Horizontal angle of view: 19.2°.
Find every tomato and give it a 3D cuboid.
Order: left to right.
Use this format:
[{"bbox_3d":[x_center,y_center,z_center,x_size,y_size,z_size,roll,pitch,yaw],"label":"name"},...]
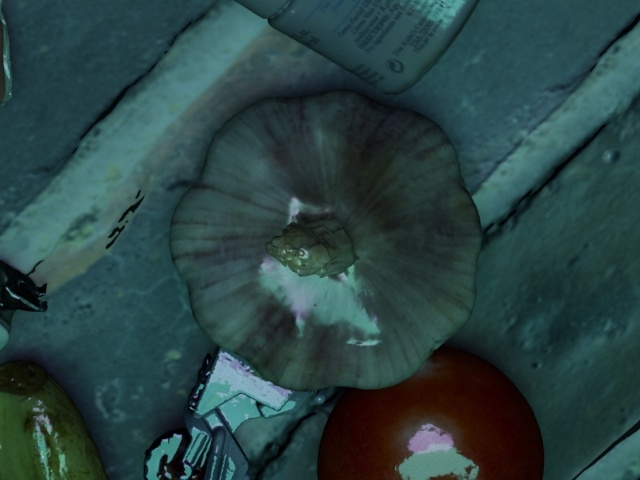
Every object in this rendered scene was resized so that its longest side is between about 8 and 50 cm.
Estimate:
[{"bbox_3d":[0.090,0.186,1.552,0.195,0.136,0.195,0,108,-1],"label":"tomato"}]

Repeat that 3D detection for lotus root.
[{"bbox_3d":[-0.218,0.223,1.573,0.110,0.097,0.258,2,109,30],"label":"lotus root"}]

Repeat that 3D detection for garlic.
[{"bbox_3d":[0.000,0.000,1.419,0.245,0.253,0.245,0,88,5],"label":"garlic"}]

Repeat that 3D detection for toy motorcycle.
[{"bbox_3d":[-0.053,0.133,1.556,0.122,0.080,0.215,28,91,-3],"label":"toy motorcycle"}]

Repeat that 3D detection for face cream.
[{"bbox_3d":[0.036,-0.216,1.393,0.153,0.177,0.177,32,105,-13],"label":"face cream"}]

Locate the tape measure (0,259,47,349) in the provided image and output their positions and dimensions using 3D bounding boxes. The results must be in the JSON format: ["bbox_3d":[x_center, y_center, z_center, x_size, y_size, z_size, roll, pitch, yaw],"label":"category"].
[{"bbox_3d":[-0.372,0.058,1.510,0.235,0.115,0.207,-43,110,8],"label":"tape measure"}]

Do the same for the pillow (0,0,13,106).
[{"bbox_3d":[-0.326,-0.185,1.445,0.179,0.075,0.171,0,103,-5],"label":"pillow"}]
